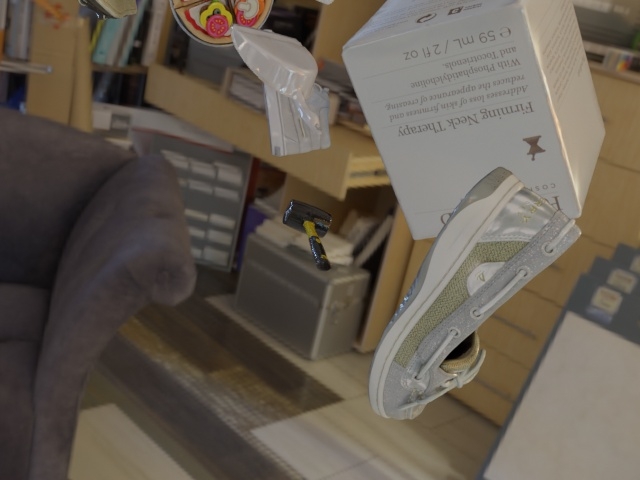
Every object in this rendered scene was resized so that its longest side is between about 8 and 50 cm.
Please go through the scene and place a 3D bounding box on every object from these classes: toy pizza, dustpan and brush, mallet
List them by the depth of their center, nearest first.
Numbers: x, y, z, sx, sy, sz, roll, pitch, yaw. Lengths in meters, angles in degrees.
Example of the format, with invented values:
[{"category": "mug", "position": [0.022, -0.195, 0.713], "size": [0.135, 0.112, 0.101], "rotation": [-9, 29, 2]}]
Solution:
[{"category": "mallet", "position": [0.000, 0.000, 1.090], "size": [0.062, 0.039, 0.190], "rotation": [18, 17, -22]}, {"category": "dustpan and brush", "position": [-0.045, -0.243, 1.333], "size": [0.147, 0.060, 0.211], "rotation": [2, 38, -44]}, {"category": "toy pizza", "position": [-0.173, -0.447, 1.561], "size": [0.201, 0.201, 0.032], "rotation": [2, 22, -28]}]

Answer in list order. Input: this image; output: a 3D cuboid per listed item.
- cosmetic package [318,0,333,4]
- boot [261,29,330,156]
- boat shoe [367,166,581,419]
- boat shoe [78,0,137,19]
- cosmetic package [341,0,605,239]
[{"category": "cosmetic package", "position": [-0.134, -0.392, 0.732], "size": [0.377, 0.097, 0.284], "rotation": [18, 54, -25]}, {"category": "boot", "position": [-0.046, -0.285, 1.658], "size": [0.123, 0.258, 0.095], "rotation": [-6, -13, -6]}, {"category": "boat shoe", "position": [0.137, 0.078, 0.844], "size": [0.103, 0.320, 0.118], "rotation": [36, 38, 17]}, {"category": "boat shoe", "position": [-0.342, -0.377, 1.332], "size": [0.079, 0.084, 0.233], "rotation": [-8, 9, 0]}, {"category": "cosmetic package", "position": [0.297, -0.265, 1.583], "size": [0.329, 0.394, 0.327], "rotation": [-8, 29, 31]}]
